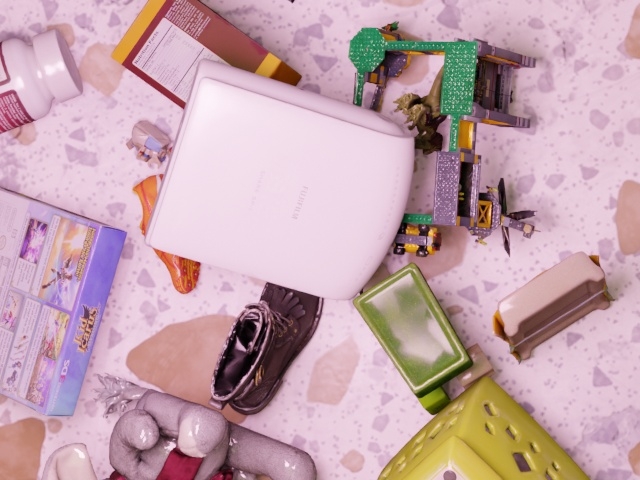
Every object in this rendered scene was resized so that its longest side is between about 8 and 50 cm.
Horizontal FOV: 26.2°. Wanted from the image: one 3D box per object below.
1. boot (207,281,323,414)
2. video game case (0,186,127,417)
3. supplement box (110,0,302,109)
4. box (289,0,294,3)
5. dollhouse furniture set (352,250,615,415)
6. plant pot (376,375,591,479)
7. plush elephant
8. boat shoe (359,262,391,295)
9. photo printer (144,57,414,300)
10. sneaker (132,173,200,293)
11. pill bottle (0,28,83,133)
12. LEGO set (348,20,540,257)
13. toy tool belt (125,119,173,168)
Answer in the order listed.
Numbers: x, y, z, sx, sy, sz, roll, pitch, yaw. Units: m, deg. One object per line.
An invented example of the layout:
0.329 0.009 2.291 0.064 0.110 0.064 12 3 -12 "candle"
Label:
-0.069 0.118 1.830 0.091 0.229 0.263 20 77 8 "boot"
-0.407 0.081 1.919 0.244 0.061 0.270 18 92 36 "video game case"
-0.151 -0.237 1.876 0.194 0.191 0.129 36 95 6 "supplement box"
-0.045 -0.435 1.948 0.116 0.029 0.162 33 94 5 "box"
0.223 0.082 1.839 0.301 0.197 0.151 -32 70 3 "dollhouse furniture set"
0.196 0.352 1.787 0.228 0.207 0.227 45 115 4 "plant pot"
-0.226 0.338 1.849 0.330 0.272 0.255 15 78 34 "plush elephant"
0.069 0.051 1.923 0.049 0.042 0.133 -22 87 -19 "boat shoe"
-0.043 -0.067 1.749 0.307 0.107 0.256 17 108 -10 "photo printer"
-0.218 -0.006 1.956 0.067 0.064 0.175 -20 81 26 "sneaker"
-0.457 -0.213 1.946 0.221 0.121 0.121 -21 87 1 "pill bottle"
0.167 -0.138 1.874 0.255 0.192 0.331 -5 85 36 "LEGO set"
-0.239 -0.130 1.963 0.083 0.052 0.051 38 125 9 "toy tool belt"
